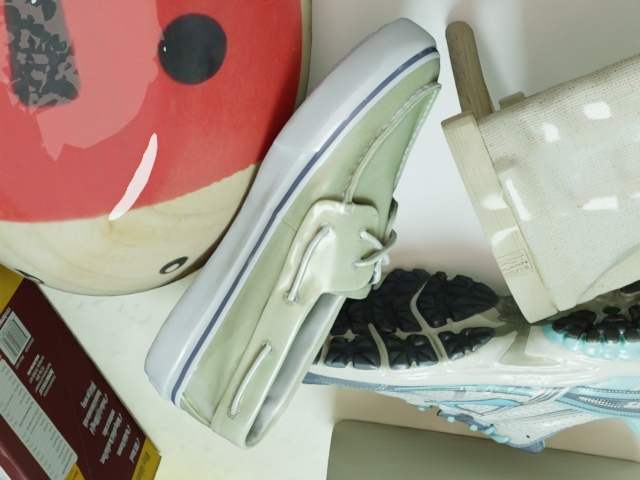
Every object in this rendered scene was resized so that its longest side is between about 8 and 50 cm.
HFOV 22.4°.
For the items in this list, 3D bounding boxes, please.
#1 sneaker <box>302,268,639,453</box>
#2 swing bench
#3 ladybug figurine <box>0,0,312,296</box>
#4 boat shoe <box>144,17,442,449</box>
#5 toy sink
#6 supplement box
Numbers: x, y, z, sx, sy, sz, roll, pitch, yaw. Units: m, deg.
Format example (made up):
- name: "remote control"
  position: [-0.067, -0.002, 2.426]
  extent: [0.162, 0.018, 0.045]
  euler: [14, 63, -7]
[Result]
- name: "sneaker"
  position: [0.112, 0.096, 1.115]
  extent: [0.283, 0.110, 0.122]
  euler: [-1, 124, 9]
- name: "swing bench"
  position: [0.216, -0.075, 0.962]
  extent: [0.253, 0.255, 0.165]
  euler: [-20, 108, 11]
- name: "ladybug figurine"
  position: [-0.162, -0.162, 1.002]
  extent: [0.305, 0.162, 0.449]
  euler: [-8, 110, 7]
- name: "boat shoe"
  position: [0.000, 0.000, 1.044]
  extent: [0.094, 0.109, 0.302]
  euler: [39, 110, 16]
- name: "toy sink"
  position: [0.112, 0.233, 1.140]
  extent: [0.234, 0.153, 0.131]
  euler: [8, 111, -1]
- name: "supplement box"
  position: [-0.227, 0.147, 1.107]
  extent: [0.129, 0.191, 0.194]
  euler: [-30, 105, 14]
